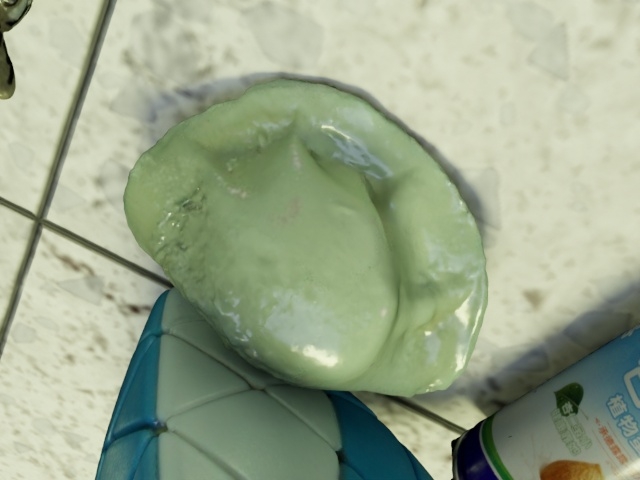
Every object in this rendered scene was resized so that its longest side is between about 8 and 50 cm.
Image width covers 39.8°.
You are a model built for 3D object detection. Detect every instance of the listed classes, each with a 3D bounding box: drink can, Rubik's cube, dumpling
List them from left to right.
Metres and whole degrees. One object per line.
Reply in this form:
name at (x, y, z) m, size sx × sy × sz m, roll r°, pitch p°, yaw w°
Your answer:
Rubik's cube at (-0.077, 0.153, 0.554) m, size 0.254 × 0.254 × 0.254 m, roll 8°, pitch 130°, yaw 10°
dumpling at (-0.005, 0.012, 0.479) m, size 0.219 × 0.108 × 0.153 m, roll 26°, pitch 131°, yaw -9°
drink can at (0.185, 0.102, 0.505) m, size 0.097 × 0.097 × 0.235 m, roll 36°, pitch 130°, yaw -13°

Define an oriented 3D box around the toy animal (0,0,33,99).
toy animal at (-0.169, -0.134, 0.407) m, size 0.137 × 0.098 × 0.098 m, roll 44°, pitch 137°, yaw 26°
